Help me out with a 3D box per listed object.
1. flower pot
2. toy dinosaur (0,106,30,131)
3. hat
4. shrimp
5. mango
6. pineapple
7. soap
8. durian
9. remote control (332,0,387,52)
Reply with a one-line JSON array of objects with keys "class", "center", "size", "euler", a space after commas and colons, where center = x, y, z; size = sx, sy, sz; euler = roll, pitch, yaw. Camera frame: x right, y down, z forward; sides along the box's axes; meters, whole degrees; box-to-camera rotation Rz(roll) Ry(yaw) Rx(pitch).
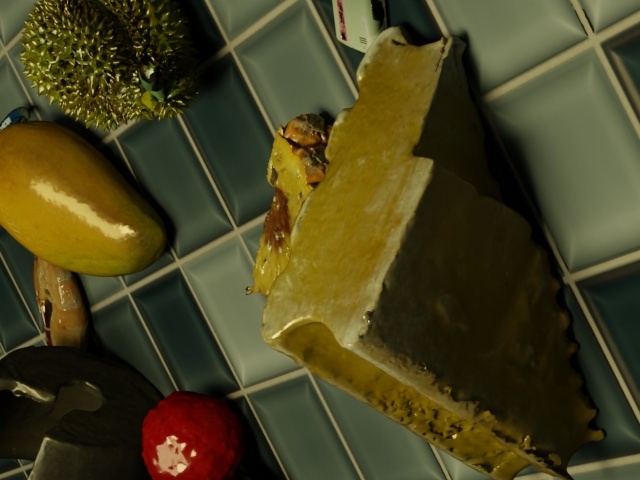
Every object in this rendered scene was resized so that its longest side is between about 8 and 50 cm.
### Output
[{"class": "flower pot", "center": [-0.325, 0.288, 2.314], "size": [0.379, 0.379, 0.251], "euler": [39, 122, 35]}, {"class": "toy dinosaur", "center": [-0.448, -0.073, 2.298], "size": [0.075, 0.188, 0.247], "euler": [53, 144, 17]}, {"class": "hat", "center": [-0.134, 0.341, 2.156], "size": [0.274, 0.242, 0.332], "euler": [-8, 84, 36]}, {"class": "shrimp", "center": [-0.350, 0.111, 2.424], "size": [0.133, 0.053, 0.236], "euler": [28, 132, 42]}, {"class": "mango", "center": [-0.297, -0.047, 2.164], "size": [0.317, 0.119, 0.176], "euler": [26, 132, 32]}, {"class": "pineapple", "center": [0.001, -0.001, 1.767], "size": [0.135, 0.079, 0.233], "euler": [42, 144, 28]}, {"class": "soap", "center": [0.142, 0.022, 1.605], "size": [0.339, 0.304, 0.169], "euler": [34, 161, -37]}, {"class": "durian", "center": [-0.206, -0.191, 1.867], "size": [0.198, 0.159, 0.146], "euler": [15, 145, 11]}, {"class": "remote control", "center": [0.024, -0.240, 1.588], "size": [0.065, 0.029, 0.166], "euler": [27, 135, 44]}]
